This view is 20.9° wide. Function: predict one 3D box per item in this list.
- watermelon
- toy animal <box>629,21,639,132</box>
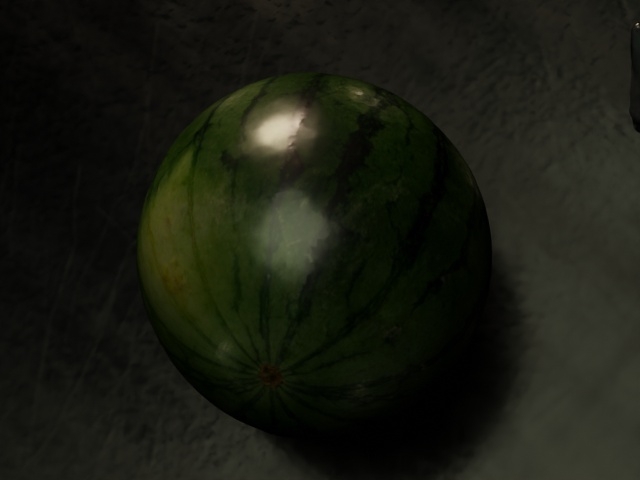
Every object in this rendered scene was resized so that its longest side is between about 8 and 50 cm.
[{"bbox_3d":[0.000,0.000,0.922,0.188,0.188,0.214,4,41,14],"label":"watermelon"},{"bbox_3d":[0.229,-0.066,0.874,0.117,0.210,0.121,-33,69,16],"label":"toy animal"}]
